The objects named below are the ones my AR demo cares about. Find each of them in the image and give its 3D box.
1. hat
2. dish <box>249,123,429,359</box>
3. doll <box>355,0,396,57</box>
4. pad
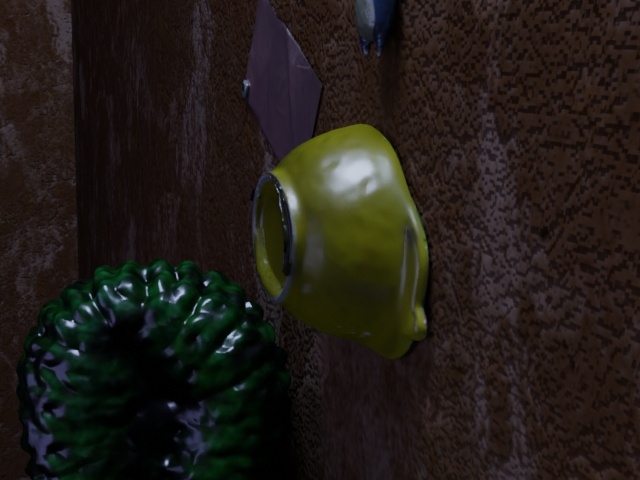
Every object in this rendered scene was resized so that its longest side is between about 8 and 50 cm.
[{"bbox_3d":[-0.157,0.152,0.882,0.332,0.242,0.274,174,106,-82],"label":"hat"},{"bbox_3d":[0.000,0.000,0.634,0.208,0.080,0.149,-119,32,-52],"label":"dish"},{"bbox_3d":[0.034,-0.179,0.589,0.037,0.027,0.125,17,108,60],"label":"doll"},{"bbox_3d":[-0.038,-0.132,0.818,0.188,0.006,0.113,-117,32,-47],"label":"pad"}]
